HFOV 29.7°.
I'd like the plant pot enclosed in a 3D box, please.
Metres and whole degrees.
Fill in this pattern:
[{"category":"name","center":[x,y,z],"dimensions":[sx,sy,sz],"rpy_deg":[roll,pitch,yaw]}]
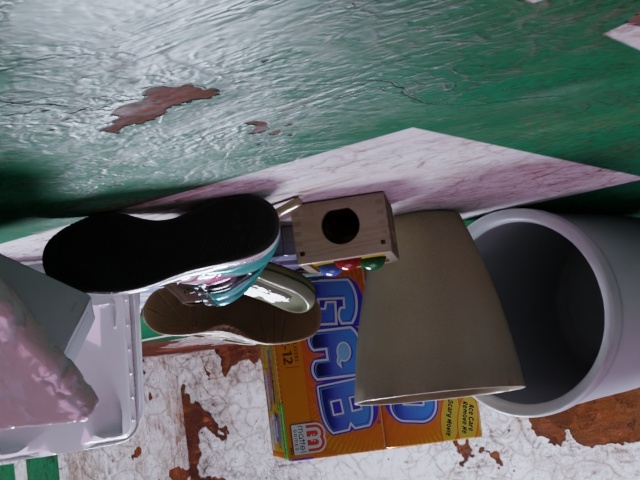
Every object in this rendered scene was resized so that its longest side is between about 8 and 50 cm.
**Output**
[{"category":"plant pot","center":[0.164,0.100,1.824],"dimensions":[0.257,0.273,0.256],"rpy_deg":[-6,170,-1]}]

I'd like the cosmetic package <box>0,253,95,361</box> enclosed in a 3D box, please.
[{"category":"cosmetic package","center":[-0.398,0.089,1.434],"dimensions":[0.224,0.138,0.224],"rpy_deg":[26,166,-5]}]

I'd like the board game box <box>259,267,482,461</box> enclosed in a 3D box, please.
[{"category":"board game box","center":[0.075,0.222,2.318],"dimensions":[0.357,0.356,0.356],"rpy_deg":[-6,172,-8]}]

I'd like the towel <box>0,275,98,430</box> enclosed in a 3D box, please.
[{"category":"towel","center":[-0.430,0.076,1.228],"dimensions":[0.317,0.053,0.331],"rpy_deg":[-10,129,31]}]

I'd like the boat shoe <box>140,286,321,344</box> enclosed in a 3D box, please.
[{"category":"boat shoe","center":[-0.142,0.112,1.919],"dimensions":[0.285,0.104,0.089],"rpy_deg":[6,173,-15]}]

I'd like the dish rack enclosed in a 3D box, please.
[{"category":"dish rack","center":[-0.409,0.196,1.844],"dimensions":[0.286,0.332,0.072],"rpy_deg":[-7,-152,-17]}]

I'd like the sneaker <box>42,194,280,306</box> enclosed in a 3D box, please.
[{"category":"sneaker","center":[-0.192,0.022,1.548],"dimensions":[0.296,0.123,0.178],"rpy_deg":[-9,163,0]}]

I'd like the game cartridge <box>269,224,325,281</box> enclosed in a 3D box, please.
[{"category":"game cartridge","center":[-0.072,0.032,1.929],"dimensions":[0.230,0.068,0.355],"rpy_deg":[0,170,-19]}]

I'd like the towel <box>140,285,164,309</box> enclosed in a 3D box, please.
[{"category":"towel","center":[-0.278,0.093,2.256],"dimensions":[0.209,0.034,0.285],"rpy_deg":[-4,170,-8]}]

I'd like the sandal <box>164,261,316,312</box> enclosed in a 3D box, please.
[{"category":"sandal","center":[-0.151,0.056,1.695],"dimensions":[0.303,0.086,0.120],"rpy_deg":[19,161,-12]}]

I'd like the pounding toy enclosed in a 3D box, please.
[{"category":"pounding toy","center":[-0.007,0.000,1.621],"dimensions":[0.206,0.094,0.181],"rpy_deg":[-9,172,7]}]

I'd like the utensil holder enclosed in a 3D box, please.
[{"category":"utensil holder","center":[0.429,0.107,2.005],"dimensions":[0.328,0.327,0.386],"rpy_deg":[-14,172,41]}]
